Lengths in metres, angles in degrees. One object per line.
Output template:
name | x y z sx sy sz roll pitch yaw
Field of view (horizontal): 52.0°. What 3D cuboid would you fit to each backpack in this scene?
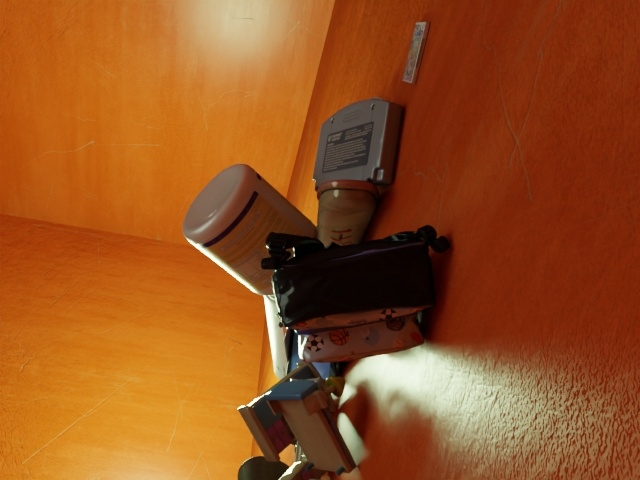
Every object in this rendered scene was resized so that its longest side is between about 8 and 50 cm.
backpack | 0.048 0.084 1.053 0.263 0.277 0.213 -154 61 -85

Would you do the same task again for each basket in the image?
basket | -0.130 0.683 1.634 0.154 0.204 0.227 -39 14 10

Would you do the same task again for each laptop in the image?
laptop | -0.011 0.213 1.604 0.264 0.137 0.234 93 -178 -60

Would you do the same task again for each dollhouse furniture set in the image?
dollhouse furniture set | 0.022 0.395 1.384 0.303 0.198 0.286 -21 99 53

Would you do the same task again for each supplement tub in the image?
supplement tub | -0.156 -0.009 1.679 0.241 0.331 0.241 -34 31 24

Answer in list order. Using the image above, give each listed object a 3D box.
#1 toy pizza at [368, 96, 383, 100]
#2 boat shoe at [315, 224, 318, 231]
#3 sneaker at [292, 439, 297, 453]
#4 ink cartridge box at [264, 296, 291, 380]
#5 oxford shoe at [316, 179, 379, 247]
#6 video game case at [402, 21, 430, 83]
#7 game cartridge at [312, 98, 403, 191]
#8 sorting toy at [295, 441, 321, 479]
toy pizza | 0.095 -0.254 1.584 0.201 0.032 0.201 -38 43 46
boat shoe | 0.000 0.000 1.918 0.302 0.103 0.113 -95 17 -62
sneaker | -0.051 0.539 1.829 0.170 0.051 0.089 -161 81 -77
ink cartridge box | -0.117 0.297 1.910 0.385 0.091 0.308 -89 -5 -62
oxford shoe | 0.058 -0.028 1.501 0.397 0.141 0.146 89 -176 -74
video game case | 0.196 -0.387 1.354 0.087 0.011 0.122 -106 27 -72
game cartridge | 0.081 -0.215 1.498 0.297 0.062 0.198 0 75 61
sorting toy | -0.011 0.473 1.643 0.196 0.047 0.347 132 147 -66
